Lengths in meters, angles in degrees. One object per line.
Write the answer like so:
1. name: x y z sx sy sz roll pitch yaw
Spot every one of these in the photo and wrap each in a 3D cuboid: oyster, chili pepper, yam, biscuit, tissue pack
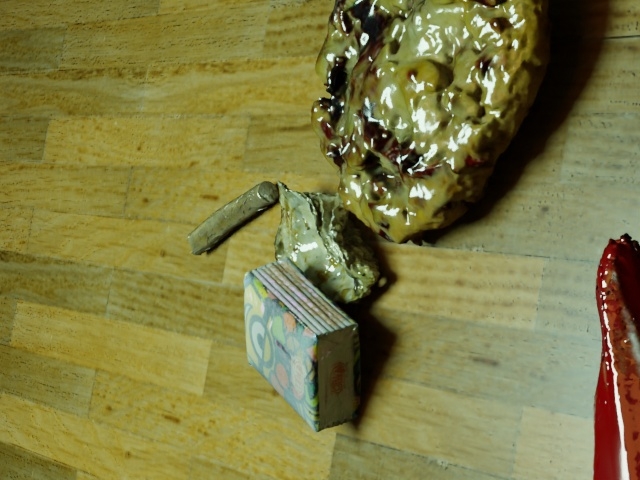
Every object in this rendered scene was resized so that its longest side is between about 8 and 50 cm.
1. oyster: 0.004 0.005 1.591 0.177 0.056 0.105 24 113 57
2. chili pepper: 0.240 0.185 1.163 0.110 0.110 0.388 -20 67 50
3. yam: -0.097 -0.024 1.761 0.145 0.032 0.032 -33 55 44
4. biscuit: 0.083 -0.164 1.472 0.289 0.081 0.334 54 131 45
5. tissue pack: -0.020 0.099 1.566 0.148 0.060 0.109 42 141 51
